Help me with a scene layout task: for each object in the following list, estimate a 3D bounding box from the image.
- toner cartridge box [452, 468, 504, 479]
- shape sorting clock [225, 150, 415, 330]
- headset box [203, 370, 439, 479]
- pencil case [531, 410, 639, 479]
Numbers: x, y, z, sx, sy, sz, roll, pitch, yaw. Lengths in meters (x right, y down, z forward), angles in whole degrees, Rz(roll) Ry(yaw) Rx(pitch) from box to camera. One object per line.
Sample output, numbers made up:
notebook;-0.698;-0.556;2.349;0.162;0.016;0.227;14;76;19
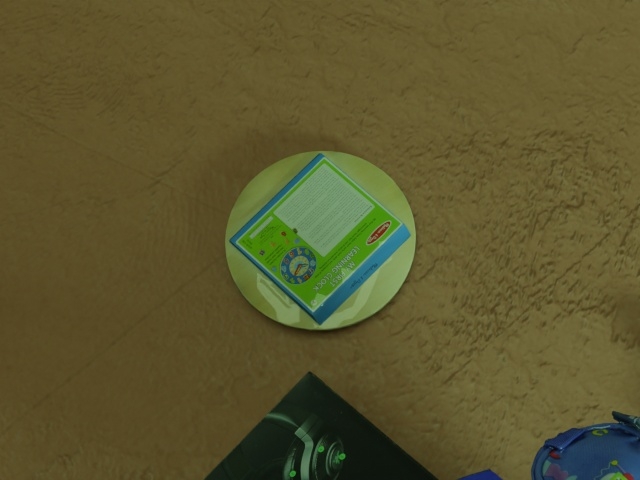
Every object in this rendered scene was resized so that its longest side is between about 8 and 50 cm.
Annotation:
toner cartridge box;0.094;0.385;1.567;0.165;0.348;0.075;-12;29;-30
shape sorting clock;0.000;0.000;1.907;0.206;0.040;0.206;-3;66;6
headset box;0.001;0.300;1.702;0.246;0.131;0.283;-46;48;-9
pencil case;0.246;0.298;1.612;0.119;0.306;0.133;-22;42;-20
